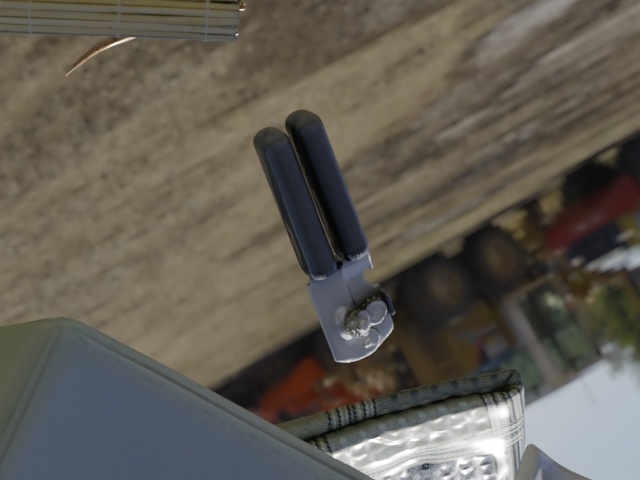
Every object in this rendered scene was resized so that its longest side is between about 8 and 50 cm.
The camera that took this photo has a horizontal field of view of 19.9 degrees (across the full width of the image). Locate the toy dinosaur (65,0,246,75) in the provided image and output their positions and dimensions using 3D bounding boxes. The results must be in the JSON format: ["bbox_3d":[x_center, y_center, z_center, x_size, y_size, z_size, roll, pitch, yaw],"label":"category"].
[{"bbox_3d":[-0.141,-0.223,1.760,0.211,0.064,0.112,-27,163,22],"label":"toy dinosaur"}]

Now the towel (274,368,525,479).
[{"bbox_3d":[0.022,0.237,1.569,0.324,0.056,0.312,-14,147,-6],"label":"towel"}]

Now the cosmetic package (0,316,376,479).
[{"bbox_3d":[-0.116,0.281,0.801,0.329,0.327,0.394,-10,-127,63],"label":"cosmetic package"}]

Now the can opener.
[{"bbox_3d":[0.000,0.000,1.787,0.074,0.280,0.093,-32,-146,-18],"label":"can opener"}]

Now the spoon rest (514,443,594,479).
[{"bbox_3d":[0.277,0.218,1.319,0.084,0.276,0.137,31,78,-66],"label":"spoon rest"}]

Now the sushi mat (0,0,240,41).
[{"bbox_3d":[-0.208,-0.227,1.342,0.316,0.151,0.019,1,-176,-13],"label":"sushi mat"}]
